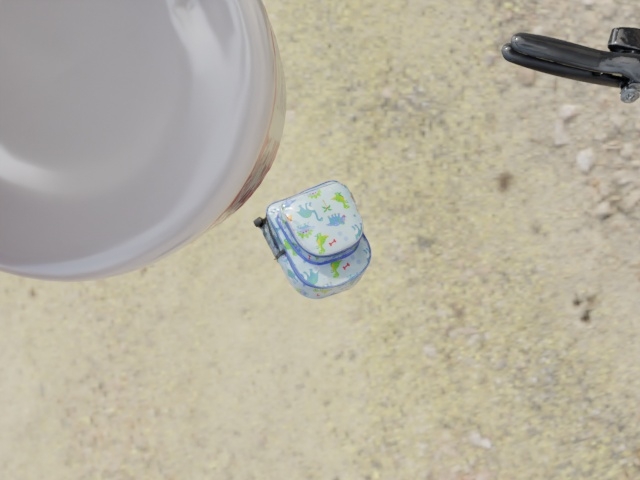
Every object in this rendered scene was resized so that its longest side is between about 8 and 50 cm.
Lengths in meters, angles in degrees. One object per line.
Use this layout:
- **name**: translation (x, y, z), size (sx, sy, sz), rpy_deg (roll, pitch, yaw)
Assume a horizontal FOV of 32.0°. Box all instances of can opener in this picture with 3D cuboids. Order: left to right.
- **can opener**: translation (0.283, -0.190, 1.191), size (0.059, 0.186, 0.073), rpy_deg (110, 163, -65)

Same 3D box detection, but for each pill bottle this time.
- **pill bottle**: translation (-0.097, -0.072, 0.548), size (0.283, 0.160, 0.161), rpy_deg (-92, 0, -86)

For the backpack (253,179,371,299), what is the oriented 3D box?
- **backpack**: translation (0.000, 0.000, 1.209), size (0.114, 0.105, 0.084), rpy_deg (64, 160, 12)
